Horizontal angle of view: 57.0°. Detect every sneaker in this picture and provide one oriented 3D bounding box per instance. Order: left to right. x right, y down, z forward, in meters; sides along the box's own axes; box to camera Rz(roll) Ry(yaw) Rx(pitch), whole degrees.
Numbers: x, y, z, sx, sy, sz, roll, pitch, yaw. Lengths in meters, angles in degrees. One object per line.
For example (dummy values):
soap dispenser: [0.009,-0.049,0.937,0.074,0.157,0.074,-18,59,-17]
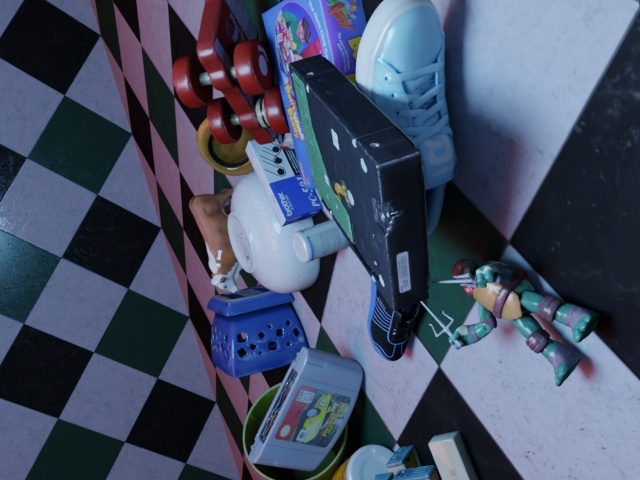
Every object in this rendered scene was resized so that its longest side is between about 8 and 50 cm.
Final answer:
sneaker: [0.140,0.136,1.091,0.090,0.082,0.232,-138,38,-59]
sneaker: [0.144,-0.156,0.825,0.150,0.135,0.365,49,159,38]

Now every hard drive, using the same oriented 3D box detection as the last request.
hard drive: [0.050,-0.095,0.829,0.339,0.064,0.236,-122,16,-50]

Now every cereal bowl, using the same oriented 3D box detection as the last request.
cereal bowl: [-0.142,-0.015,1.501,0.339,0.141,0.338,43,143,45]

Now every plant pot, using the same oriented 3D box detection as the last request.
plant pot: [-0.192,0.249,1.701,0.236,0.236,0.211,1,101,64]
plant pot: [-0.039,0.569,1.615,0.274,0.275,0.293,50,166,38]

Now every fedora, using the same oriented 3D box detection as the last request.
fedora: [-0.220,-0.260,1.507,0.079,0.195,0.194,-81,-6,-52]

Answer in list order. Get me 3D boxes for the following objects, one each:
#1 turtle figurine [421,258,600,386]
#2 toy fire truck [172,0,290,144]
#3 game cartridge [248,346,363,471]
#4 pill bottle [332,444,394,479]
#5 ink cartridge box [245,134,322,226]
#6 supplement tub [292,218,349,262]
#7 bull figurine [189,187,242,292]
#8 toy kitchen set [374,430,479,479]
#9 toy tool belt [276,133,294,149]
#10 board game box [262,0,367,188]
turtle figurine: [0.243,0.084,0.797,0.234,0.118,0.175,31,150,34]
toy fire truck: [-0.157,-0.354,1.208,0.302,0.170,0.253,52,-143,-55]
game cartridge: [-0.023,0.401,1.376,0.060,0.196,0.294,33,99,53]
pill bottle: [0.104,0.594,1.433,0.136,0.137,0.245,59,154,24]
ink cartridge box: [-0.084,-0.141,1.337,0.207,0.097,0.046,64,155,13]
supplement tub: [0.000,0.000,1.252,0.071,0.107,0.070,45,145,45]
bull figurine: [-0.264,-0.008,1.700,0.310,0.189,0.101,66,156,10]
toy kitchen set: [0.217,0.436,1.177,0.207,0.166,0.122,-23,87,29]
toy tool belt: [-0.061,-0.231,1.296,0.083,0.052,0.051,-2,75,62]
board game box: [0.012,-0.267,1.067,0.233,0.078,0.346,13,119,62]
